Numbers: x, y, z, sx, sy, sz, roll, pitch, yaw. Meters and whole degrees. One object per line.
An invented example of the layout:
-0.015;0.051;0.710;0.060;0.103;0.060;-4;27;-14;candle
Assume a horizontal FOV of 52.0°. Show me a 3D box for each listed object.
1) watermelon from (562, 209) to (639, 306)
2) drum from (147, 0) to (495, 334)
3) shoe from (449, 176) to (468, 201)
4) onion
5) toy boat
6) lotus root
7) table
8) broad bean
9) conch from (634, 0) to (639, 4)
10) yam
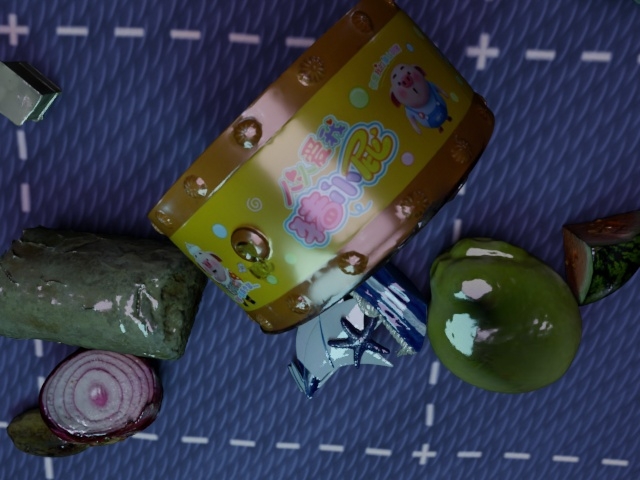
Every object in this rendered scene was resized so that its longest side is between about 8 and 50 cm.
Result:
0.466;0.020;1.034;0.145;0.193;0.137;-11;63;3;watermelon
-0.004;-0.103;0.848;0.431;0.431;0.214;-43;102;13;drum
0.166;-0.074;1.013;0.169;0.099;0.071;-40;105;13;shoe
-0.372;0.235;1.113;0.195;0.140;0.218;-10;67;-14;onion
0.062;0.157;1.090;0.210;0.070;0.291;22;107;16;toy boat
-0.471;0.340;1.168;0.179;0.080;0.089;-6;106;3;lotus root
-0.449;-0.223;0.988;0.079;0.083;0.062;41;103;-10;table
0.286;0.125;1.061;0.238;0.119;0.291;-38;102;14;broad bean
0.439;-0.414;0.871;0.277;0.195;0.220;-19;86;31;conch
-0.337;0.079;1.024;0.300;0.195;0.195;8;107;-1;yam
